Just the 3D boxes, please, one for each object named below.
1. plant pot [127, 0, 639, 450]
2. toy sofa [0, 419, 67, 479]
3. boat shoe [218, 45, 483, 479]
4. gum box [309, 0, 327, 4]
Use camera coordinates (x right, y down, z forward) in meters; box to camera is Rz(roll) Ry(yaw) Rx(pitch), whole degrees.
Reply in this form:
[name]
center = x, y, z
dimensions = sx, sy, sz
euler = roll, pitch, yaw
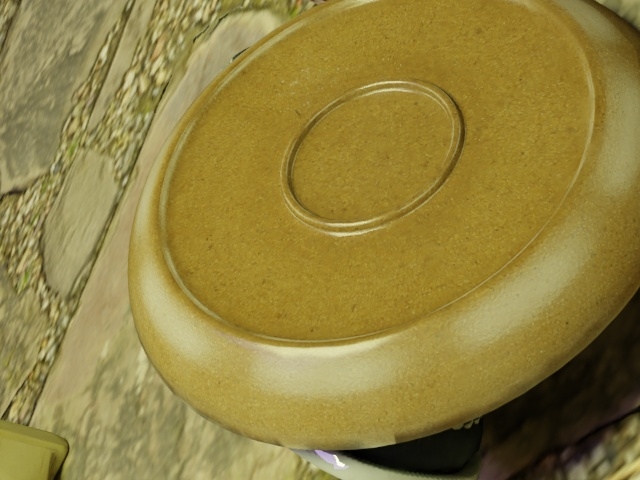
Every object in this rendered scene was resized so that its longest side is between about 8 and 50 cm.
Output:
[plant pot]
center = 0.024, -0.027, 0.673
dimensions = 0.236, 0.032, 0.236
euler = -15, 47, 17
[toy sofa]
center = -0.197, 0.249, 0.910
dimensions = 0.177, 0.150, 0.362
euler = -62, 31, 16
[boat shoe]
center = 0.000, 0.000, 0.747
dimensions = 0.302, 0.114, 0.091
euler = 52, 126, 54
[gum box]
center = 0.035, -0.203, 0.845
dimensions = 0.188, 0.062, 0.107
euler = -23, 56, 53
